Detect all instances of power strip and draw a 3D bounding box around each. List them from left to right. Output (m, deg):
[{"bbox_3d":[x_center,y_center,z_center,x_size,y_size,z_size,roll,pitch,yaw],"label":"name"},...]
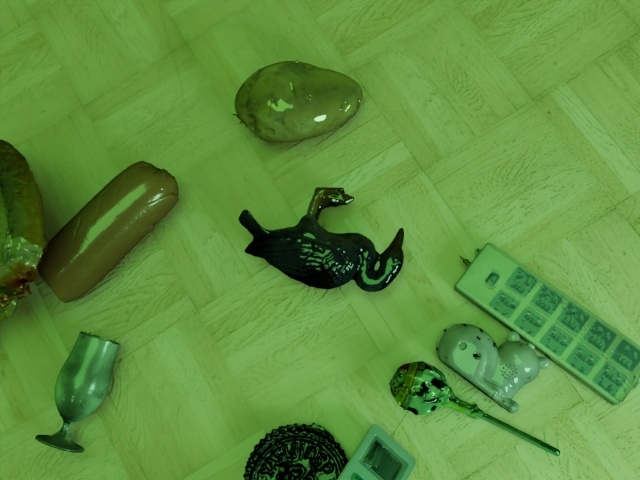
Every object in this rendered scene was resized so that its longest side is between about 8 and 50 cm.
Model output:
[{"bbox_3d":[0.390,0.136,1.232,0.367,0.043,0.106,36,82,14],"label":"power strip"}]

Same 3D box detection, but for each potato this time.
[{"bbox_3d":[-0.045,-0.258,1.344,0.234,0.128,0.162,14,82,5],"label":"potato"}]

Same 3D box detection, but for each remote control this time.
[{"bbox_3d":[0.044,0.441,1.143,0.103,0.051,0.293,43,59,-5],"label":"remote control"}]

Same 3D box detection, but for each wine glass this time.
[{"bbox_3d":[-0.430,0.268,1.279,0.092,0.093,0.202,18,79,11],"label":"wine glass"}]

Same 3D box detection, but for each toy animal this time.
[{"bbox_3d":[0.000,0.000,1.275,0.298,0.122,0.186,1,80,-1],"label":"toy animal"}]

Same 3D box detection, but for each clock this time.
[{"bbox_3d":[0.288,0.196,1.211,0.176,0.080,0.117,36,83,13],"label":"clock"}]

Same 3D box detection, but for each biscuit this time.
[{"bbox_3d":[-0.039,0.409,1.213,0.194,0.053,0.195,-1,76,6],"label":"biscuit"}]

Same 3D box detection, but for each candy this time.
[{"bbox_3d":[0.260,0.296,1.198,0.305,0.083,0.091,26,43,5],"label":"candy"}]

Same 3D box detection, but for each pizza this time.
[{"bbox_3d":[-0.601,0.036,1.314,0.440,0.130,0.406,48,121,46],"label":"pizza"}]

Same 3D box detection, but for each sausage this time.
[{"bbox_3d":[-0.395,-0.024,1.332,0.121,0.121,0.304,43,83,15],"label":"sausage"}]
